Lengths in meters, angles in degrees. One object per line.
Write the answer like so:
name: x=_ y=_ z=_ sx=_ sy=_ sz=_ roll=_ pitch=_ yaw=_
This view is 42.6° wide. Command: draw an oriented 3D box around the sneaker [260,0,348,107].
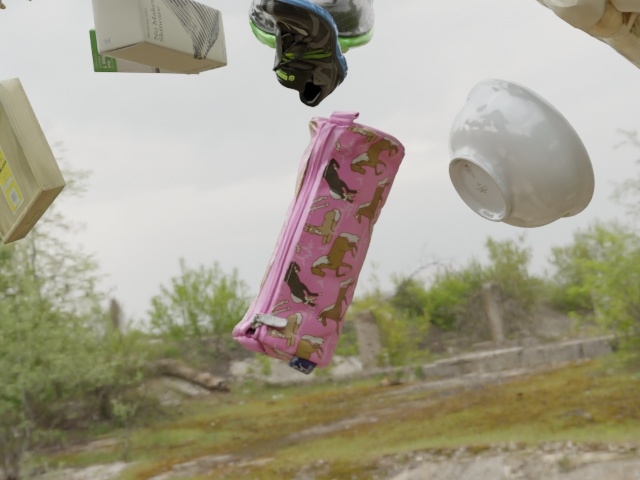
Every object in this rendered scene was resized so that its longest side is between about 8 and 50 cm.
sneaker: x=-0.020 y=-0.211 z=0.919 sx=0.067 sy=0.078 sz=0.188 roll=28 pitch=-12 yaw=25

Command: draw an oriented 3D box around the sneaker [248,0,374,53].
sneaker: x=0.007 y=-0.432 z=1.135 sx=0.185 sy=0.482 sz=0.202 roll=5 pitch=-39 yaw=7

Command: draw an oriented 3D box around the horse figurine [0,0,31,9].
horse figurine: x=-0.613 y=-0.486 z=1.505 sx=0.066 sy=0.263 sz=0.174 roll=20 pitch=-47 yaw=10

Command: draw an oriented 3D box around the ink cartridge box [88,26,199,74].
ink cartridge box: x=-0.334 y=-0.400 z=1.667 sx=0.220 sy=0.092 sz=0.160 roll=3 pitch=26 yaw=6

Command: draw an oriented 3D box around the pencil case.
pencil case: x=0.000 y=0.000 z=1.244 sx=0.160 sy=0.386 sz=0.167 roll=21 pitch=-1 yaw=-7

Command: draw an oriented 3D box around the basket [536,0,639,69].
basket: x=0.189 y=-0.246 z=0.433 sx=0.328 sy=0.331 sz=0.266 roll=14 pitch=-61 yaw=-41

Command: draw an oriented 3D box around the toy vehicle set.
toy vehicle set: x=-0.459 y=-0.108 z=1.214 sx=0.035 sy=0.166 sz=0.267 roll=-23 pitch=-3 yaw=-35

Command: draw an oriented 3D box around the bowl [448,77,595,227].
bowl: x=0.323 y=-0.126 z=1.449 sx=0.134 sy=0.298 sz=0.298 roll=-39 pitch=2 yaw=-18

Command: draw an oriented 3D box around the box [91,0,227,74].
box: x=-0.272 y=-0.365 z=1.427 sx=0.094 sy=0.113 sz=0.275 roll=-7 pitch=2 yaw=23
